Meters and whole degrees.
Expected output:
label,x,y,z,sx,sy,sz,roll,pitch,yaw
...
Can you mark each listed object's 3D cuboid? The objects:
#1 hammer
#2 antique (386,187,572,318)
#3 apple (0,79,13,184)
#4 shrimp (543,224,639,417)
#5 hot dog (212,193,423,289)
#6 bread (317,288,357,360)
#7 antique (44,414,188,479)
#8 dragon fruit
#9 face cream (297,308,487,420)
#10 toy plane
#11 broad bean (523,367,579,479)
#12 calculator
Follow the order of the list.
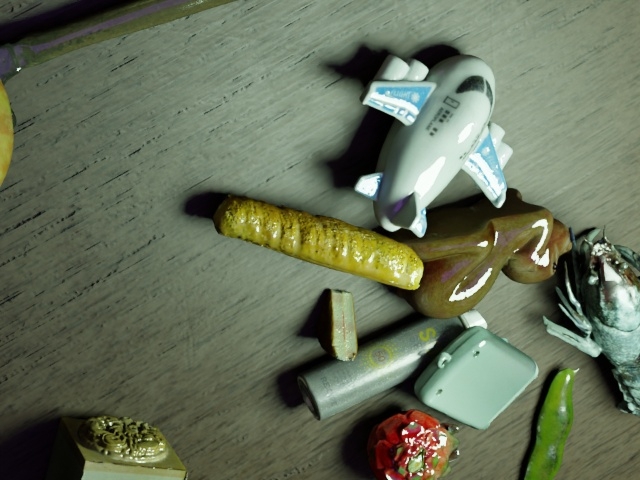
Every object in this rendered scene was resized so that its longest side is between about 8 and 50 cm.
label,x,y,z,sx,sy,sz,roll,pitch,yaw
hammer,-0.218,-0.274,1.625,0.439,0.044,0.168,-21,117,-16
antique,0.227,0.023,1.879,0.256,0.121,0.143,-19,115,-14
apple,-0.470,-0.121,1.471,0.264,0.264,0.264,-8,111,-21
shrimp,0.452,0.124,1.990,0.221,0.166,0.411,-27,115,0
hot dog,0.000,0.000,1.761,0.289,0.083,0.068,18,94,-10
bread,0.022,0.127,1.867,0.043,0.109,0.062,8,149,-21
antique,-0.270,0.314,1.753,0.146,0.152,0.148,11,102,-27
dragon fruit,0.134,0.307,1.946,0.130,0.121,0.142,-9,144,13
face cream,0.105,0.166,1.904,0.283,0.073,0.073,-23,116,-14
toy plane,0.150,-0.130,1.784,0.266,0.122,0.267,-4,99,-29
broad bean,0.350,0.331,2.087,0.060,0.043,0.298,11,105,-16
calculator,0.227,0.200,1.935,0.141,0.045,0.246,-48,144,9
